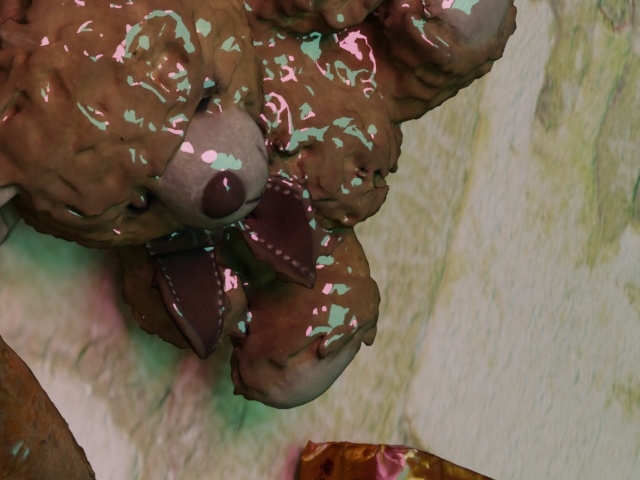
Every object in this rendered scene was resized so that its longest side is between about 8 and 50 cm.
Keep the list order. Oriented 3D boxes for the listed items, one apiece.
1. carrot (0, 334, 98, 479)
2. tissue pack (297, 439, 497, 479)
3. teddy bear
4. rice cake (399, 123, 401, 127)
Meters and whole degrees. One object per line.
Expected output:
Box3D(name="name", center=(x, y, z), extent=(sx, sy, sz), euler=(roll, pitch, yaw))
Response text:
Box3D(name="carrot", center=(-0.194, 0.013, 0.640), extent=(0.342, 0.070, 0.070), euler=(56, 48, -31))
Box3D(name="tissue pack", center=(0.050, 0.242, 0.911), extent=(0.183, 0.092, 0.226), euler=(28, 68, -47))
Box3D(name="teddy bear", center=(-0.054, -0.061, 0.750), extent=(0.256, 0.156, 0.267), euler=(10, 110, -55))
Box3D(name="rice cake", center=(0.037, -0.204, 0.941), extent=(0.063, 0.066, 0.336), euler=(33, 62, -45))
